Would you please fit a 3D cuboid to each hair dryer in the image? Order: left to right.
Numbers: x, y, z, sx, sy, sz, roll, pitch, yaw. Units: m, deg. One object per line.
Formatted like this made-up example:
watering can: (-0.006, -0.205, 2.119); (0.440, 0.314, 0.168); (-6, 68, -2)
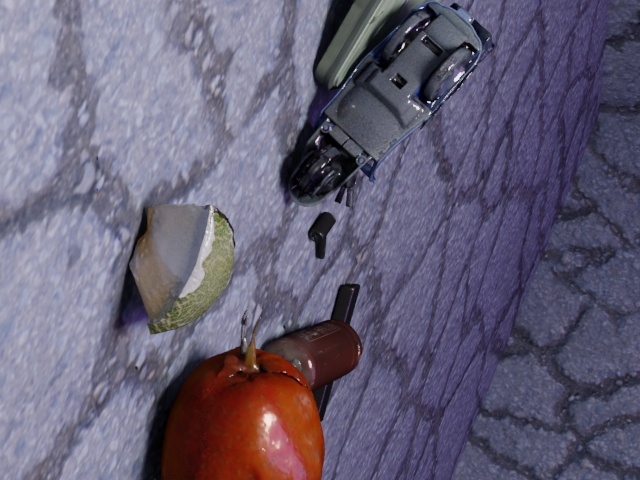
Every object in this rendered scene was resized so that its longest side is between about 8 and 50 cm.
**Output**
hair dryer: (0.000, 0.000, 1.937); (0.047, 0.026, 0.083); (-55, 161, -39)

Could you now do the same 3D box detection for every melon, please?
melon: (-0.159, 0.045, 1.419); (0.202, 0.093, 0.139); (94, 18, -56)

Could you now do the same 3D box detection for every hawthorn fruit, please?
hawthorn fruit: (-0.095, 0.222, 1.591); (0.211, 0.211, 0.299); (-36, 128, -61)

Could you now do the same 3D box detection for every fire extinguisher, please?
fire extinguisher: (-0.029, 0.182, 1.904); (0.269, 0.105, 0.104); (-15, 119, -69)

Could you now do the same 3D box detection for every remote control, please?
remote control: (0.020, 0.188, 2.147); (0.063, 0.025, 0.245); (-9, 114, -74)

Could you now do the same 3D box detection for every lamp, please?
lamp: (0.110, -0.336, 1.810); (0.266, 0.047, 0.269); (-57, 167, 22)

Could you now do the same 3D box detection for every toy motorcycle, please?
toy motorcycle: (0.093, -0.179, 1.787); (0.358, 0.125, 0.212); (-46, 171, 3)

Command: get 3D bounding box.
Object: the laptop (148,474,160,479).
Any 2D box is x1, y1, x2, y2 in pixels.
laptop: (-0.246, 0.443, 1.614); (0.187, 0.015, 0.269); (-52, 152, -47)
